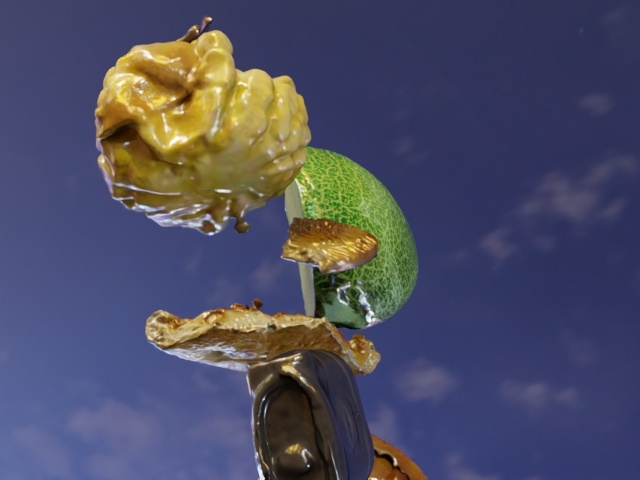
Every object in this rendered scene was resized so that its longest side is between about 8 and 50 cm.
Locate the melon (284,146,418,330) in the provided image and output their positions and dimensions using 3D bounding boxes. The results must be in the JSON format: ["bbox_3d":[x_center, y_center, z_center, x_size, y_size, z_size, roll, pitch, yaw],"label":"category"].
[{"bbox_3d":[0.046,0.015,1.782,0.226,0.343,0.331,-37,-56,11],"label":"melon"}]

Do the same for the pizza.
[{"bbox_3d":[-0.079,0.149,1.492,0.366,0.073,0.182,6,-32,-8],"label":"pizza"}]

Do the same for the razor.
[{"bbox_3d":[-0.013,0.228,1.176,0.114,0.349,0.204,-13,-98,7],"label":"razor"}]

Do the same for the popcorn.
[{"bbox_3d":[-0.195,-0.195,1.567,0.349,0.381,0.349,-9,-30,-5],"label":"popcorn"}]

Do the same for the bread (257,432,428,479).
[{"bbox_3d":[0.041,0.535,1.854,0.358,0.337,0.204,35,-25,11],"label":"bread"}]

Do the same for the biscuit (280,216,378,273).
[{"bbox_3d":[0.000,-0.001,1.522,0.229,0.176,0.031,24,-66,50],"label":"biscuit"}]
